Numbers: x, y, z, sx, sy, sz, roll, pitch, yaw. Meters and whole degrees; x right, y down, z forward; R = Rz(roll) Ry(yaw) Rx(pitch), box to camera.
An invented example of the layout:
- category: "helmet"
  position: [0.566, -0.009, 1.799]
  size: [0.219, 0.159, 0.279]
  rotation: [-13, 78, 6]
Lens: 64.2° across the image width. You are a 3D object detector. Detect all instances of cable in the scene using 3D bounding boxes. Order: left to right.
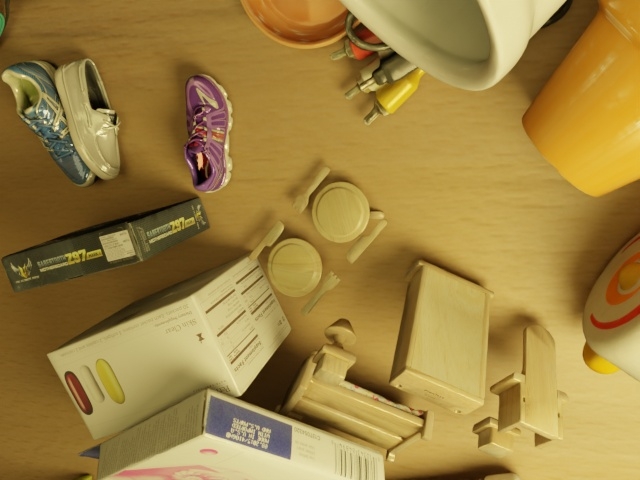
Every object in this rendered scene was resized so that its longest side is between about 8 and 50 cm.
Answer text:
- category: "cable"
  position: [0.145, -0.265, 0.623]
  size: [0.287, 0.072, 0.139]
  rotation: [-27, 110, 13]

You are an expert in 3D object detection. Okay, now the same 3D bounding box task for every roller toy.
- category: "roller toy"
  position: [0.399, 0.073, 0.568]
  size: [0.146, 0.209, 0.191]
  rotation: [33, 76, 5]

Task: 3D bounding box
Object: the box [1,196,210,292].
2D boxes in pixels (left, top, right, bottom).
- category: "box"
  position: [-0.310, 0.002, 0.759]
  size: [0.232, 0.183, 0.059]
  rotation: [-12, 100, 20]

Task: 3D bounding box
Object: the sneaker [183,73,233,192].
- category: "sneaker"
  position: [-0.166, -0.152, 0.735]
  size: [0.068, 0.071, 0.170]
  rotation: [-2, 104, 17]

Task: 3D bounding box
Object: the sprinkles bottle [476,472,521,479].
- category: "sprinkles bottle"
  position: [0.140, 0.443, 0.782]
  size: [0.355, 0.121, 0.121]
  rotation: [-18, 99, 21]

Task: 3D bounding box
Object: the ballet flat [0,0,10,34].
- category: "ballet flat"
  position: [-0.511, -0.377, 0.759]
  size: [0.280, 0.095, 0.096]
  rotation: [-30, 70, 37]

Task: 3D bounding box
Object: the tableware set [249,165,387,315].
- category: "tableware set"
  position: [0.000, 0.000, 0.747]
  size: [0.128, 0.039, 0.194]
  rotation: [45, 107, 14]

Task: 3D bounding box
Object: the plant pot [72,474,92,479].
- category: "plant pot"
  position: [-0.459, 0.605, 0.953]
  size: [0.207, 0.228, 0.227]
  rotation: [21, 110, 16]

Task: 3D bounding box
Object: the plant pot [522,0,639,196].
- category: "plant pot"
  position: [0.329, -0.153, 0.535]
  size: [0.205, 0.205, 0.188]
  rotation: [44, 128, 1]

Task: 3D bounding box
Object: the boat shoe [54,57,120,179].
- category: "boat shoe"
  position: [-0.343, -0.188, 0.786]
  size: [0.063, 0.066, 0.184]
  rotation: [-16, 90, 21]

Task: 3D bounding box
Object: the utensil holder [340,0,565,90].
- category: "utensil holder"
  position: [0.157, -0.379, 0.407]
  size: [0.327, 0.327, 0.385]
  rotation: [43, 98, 2]

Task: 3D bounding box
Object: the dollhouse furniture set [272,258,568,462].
- category: "dollhouse furniture set"
  position: [0.123, 0.212, 0.769]
  size: [0.303, 0.174, 0.355]
  rotation: [24, 140, -4]

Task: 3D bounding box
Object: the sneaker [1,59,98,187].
- category: "sneaker"
  position: [-0.422, -0.177, 0.798]
  size: [0.080, 0.081, 0.211]
  rotation: [-24, 98, 19]

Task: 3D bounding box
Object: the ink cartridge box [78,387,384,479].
- category: "ink cartridge box"
  position: [-0.134, 0.338, 0.742]
  size: [0.330, 0.071, 0.324]
  rotation: [-34, 130, 31]

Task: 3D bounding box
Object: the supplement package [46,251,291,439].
- category: "supplement package"
  position: [-0.213, 0.151, 0.760]
  size: [0.262, 0.204, 0.145]
  rotation: [-23, 98, 20]

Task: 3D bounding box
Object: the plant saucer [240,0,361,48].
- category: "plant saucer"
  position: [-0.014, -0.350, 0.654]
  size: [0.200, 0.037, 0.200]
  rotation: [5, 106, 16]
